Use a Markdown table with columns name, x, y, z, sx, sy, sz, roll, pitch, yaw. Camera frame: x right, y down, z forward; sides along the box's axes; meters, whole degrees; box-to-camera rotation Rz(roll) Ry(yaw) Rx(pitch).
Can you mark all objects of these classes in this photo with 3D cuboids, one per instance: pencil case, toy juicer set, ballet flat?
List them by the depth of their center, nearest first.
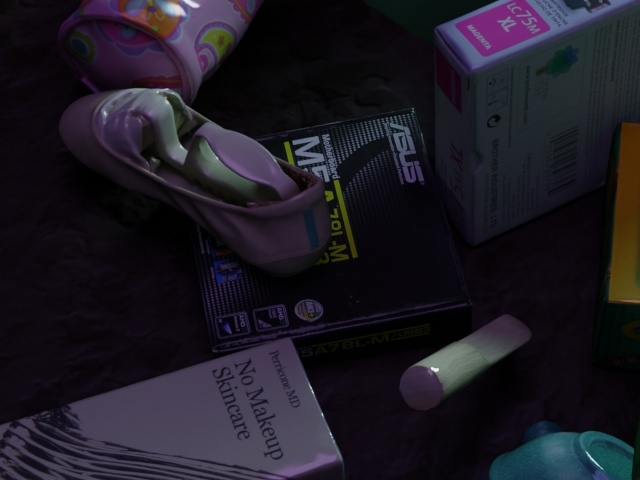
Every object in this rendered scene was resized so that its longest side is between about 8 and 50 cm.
| name | x | y | z | sx | sy | sz | roll | pitch | yaw |
| --- | --- | --- | --- | --- | --- | --- | --- | --- | --- |
| toy juicer set | 0.142 | 0.170 | 1.182 | 0.209 | 0.089 | 0.329 | 5 | 35 | -48 |
| ballet flat | -0.093 | -0.063 | 1.366 | 0.248 | 0.086 | 0.086 | 29 | 58 | 26 |
| pencil case | -0.097 | -0.224 | 1.529 | 0.124 | 0.124 | 0.284 | 16 | 53 | 14 |

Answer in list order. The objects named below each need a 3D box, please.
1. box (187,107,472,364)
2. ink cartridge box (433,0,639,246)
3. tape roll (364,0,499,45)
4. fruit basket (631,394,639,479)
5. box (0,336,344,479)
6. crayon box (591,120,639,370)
| name | x | y | z | sx | sy | sz | roll | pitch | yaw |
| --- | --- | --- | --- | --- | --- | --- | --- | --- | --- |
| box | 0.000 | 0.000 | 1.388 | 0.184 | 0.045 | 0.190 | -11 | 52 | -2 |
| ink cartridge box | 0.227 | -0.130 | 1.392 | 0.311 | 0.186 | 0.065 | -23 | 52 | -14 |
| tape roll | 0.068 | -0.257 | 1.447 | 0.321 | 0.077 | 0.321 | 31 | 24 | -16 |
| fruit basket | 0.371 | 0.072 | 1.130 | 0.353 | 0.165 | 0.327 | 10 | 68 | 3 |
| box | -0.128 | 0.164 | 1.231 | 0.275 | 0.094 | 0.113 | -18 | 53 | -11 |
| crayon box | 0.335 | 0.014 | 1.341 | 0.278 | 0.081 | 0.165 | 6 | 52 | 7 |
